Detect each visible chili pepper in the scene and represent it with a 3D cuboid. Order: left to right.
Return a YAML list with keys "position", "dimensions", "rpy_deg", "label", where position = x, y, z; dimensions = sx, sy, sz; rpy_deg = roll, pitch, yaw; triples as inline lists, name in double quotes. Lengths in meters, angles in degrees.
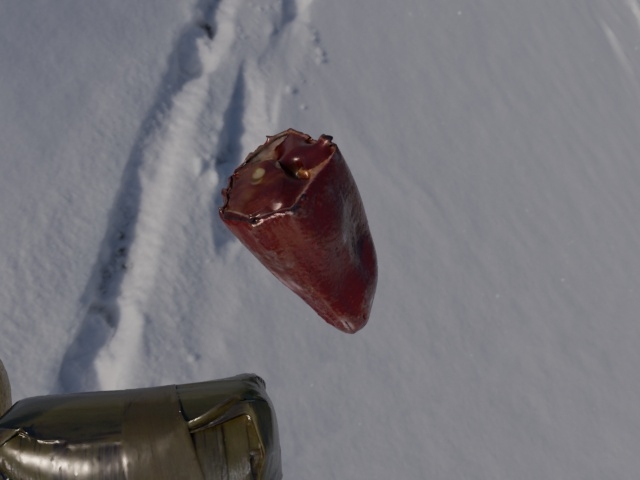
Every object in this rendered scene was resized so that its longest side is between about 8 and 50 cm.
- position: [0.000, 0.000, 0.860]
  dimensions: [0.252, 0.136, 0.144]
  rpy_deg: [57, 15, -39]
  label: "chili pepper"

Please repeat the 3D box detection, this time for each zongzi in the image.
- position: [-0.153, 0.272, 0.692]
  dimensions: [0.260, 0.123, 0.288]
  rpy_deg: [-6, 102, -6]
  label: "zongzi"

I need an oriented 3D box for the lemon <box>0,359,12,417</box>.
- position: [-0.438, 0.199, 0.835]
  dimensions: [0.188, 0.188, 0.256]
  rpy_deg: [15, 72, -38]
  label: "lemon"
